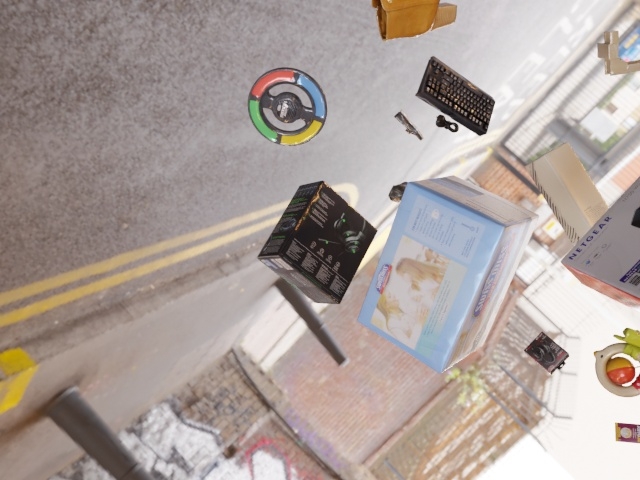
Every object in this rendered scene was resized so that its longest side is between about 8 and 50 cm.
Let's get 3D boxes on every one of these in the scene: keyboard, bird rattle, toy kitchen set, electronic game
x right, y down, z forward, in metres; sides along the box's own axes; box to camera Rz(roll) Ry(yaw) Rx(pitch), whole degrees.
[{"bbox_3d":[0.248,-0.248,1.125,0.023,0.180,0.108,17,-94,57],"label":"keyboard"},{"bbox_3d":[0.941,0.391,1.857,0.207,0.253,0.143,-24,163,34],"label":"bird rattle"},{"bbox_3d":[0.595,-0.375,1.217,0.075,0.083,0.068,-8,-161,7],"label":"toy kitchen set"},{"bbox_3d":[-0.093,-0.375,1.749,0.229,0.229,0.048,-51,-167,30],"label":"electronic game"}]

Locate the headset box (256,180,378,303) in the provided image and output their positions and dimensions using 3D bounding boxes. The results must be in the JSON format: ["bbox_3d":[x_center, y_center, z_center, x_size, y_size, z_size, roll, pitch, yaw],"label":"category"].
[{"bbox_3d":[0.000,0.000,1.775,0.131,0.246,0.283,-5,-129,55],"label":"headset box"}]

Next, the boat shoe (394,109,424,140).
[{"bbox_3d":[0.295,-0.377,2.052,0.038,0.125,0.046,-39,-169,12],"label":"boat shoe"}]

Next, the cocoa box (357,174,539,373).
[{"bbox_3d":[0.272,0.063,1.337,0.228,0.232,0.346,-13,127,-54],"label":"cocoa box"}]

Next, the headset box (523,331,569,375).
[{"bbox_3d":[0.512,0.257,1.390,0.062,0.083,0.032,-45,144,0],"label":"headset box"}]

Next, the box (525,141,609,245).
[{"bbox_3d":[0.718,-0.134,1.774,0.113,0.275,0.094,-27,174,-26],"label":"box"}]

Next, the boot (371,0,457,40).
[{"bbox_3d":[0.219,-0.628,1.448,0.211,0.104,0.294,-16,117,-19],"label":"boot"}]

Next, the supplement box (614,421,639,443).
[{"bbox_3d":[0.880,0.545,1.748,0.083,0.054,0.043,-3,165,27],"label":"supplement box"}]

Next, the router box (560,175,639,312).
[{"bbox_3d":[0.677,-0.017,1.184,0.335,0.082,0.301,-48,-163,2],"label":"router box"}]

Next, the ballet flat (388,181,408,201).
[{"bbox_3d":[0.205,-0.112,1.519,0.057,0.049,0.173,-64,167,15],"label":"ballet flat"}]
